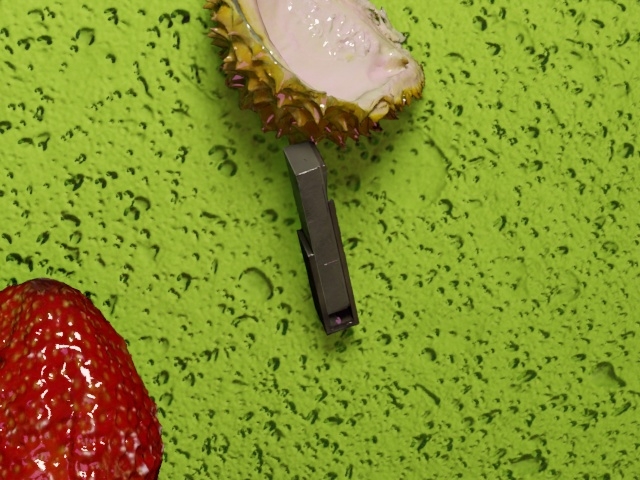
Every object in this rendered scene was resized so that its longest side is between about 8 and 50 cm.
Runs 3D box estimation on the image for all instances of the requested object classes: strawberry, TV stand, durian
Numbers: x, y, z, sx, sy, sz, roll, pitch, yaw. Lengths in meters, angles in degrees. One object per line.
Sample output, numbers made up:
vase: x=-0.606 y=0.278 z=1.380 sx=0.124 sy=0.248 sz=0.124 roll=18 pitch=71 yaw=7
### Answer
strawberry: x=-0.289 y=0.186 z=1.878 sx=0.250 sy=0.238 sz=0.288 roll=4 pitch=98 yaw=-18
TV stand: x=0.000 y=0.000 z=1.919 sx=0.040 sy=0.049 sz=0.256 roll=-19 pitch=136 yaw=-6
durian: x=-0.027 y=-0.189 z=1.830 sx=0.185 sy=0.195 sz=0.305 roll=-44 pitch=114 yaw=12
